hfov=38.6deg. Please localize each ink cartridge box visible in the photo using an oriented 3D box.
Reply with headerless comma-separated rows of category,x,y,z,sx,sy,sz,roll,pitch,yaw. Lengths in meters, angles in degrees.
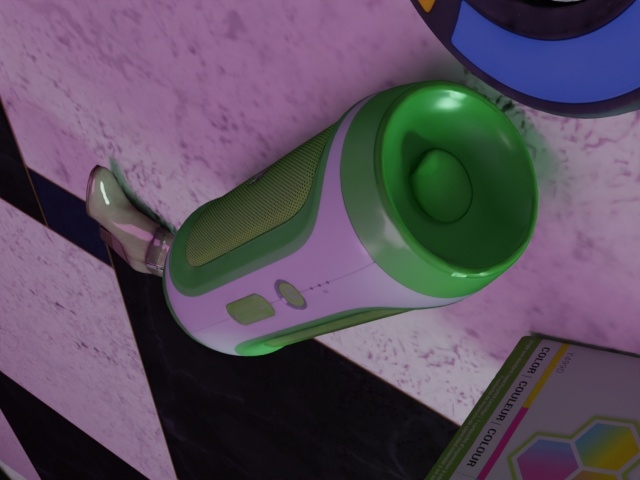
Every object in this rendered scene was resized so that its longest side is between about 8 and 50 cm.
ink cartridge box,0.199,0.169,0.522,0.255,0.189,0.097,8,133,42

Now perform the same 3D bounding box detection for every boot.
boot,-0.173,-0.014,0.864,0.087,0.042,0.118,25,147,15

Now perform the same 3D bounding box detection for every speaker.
speaker,0.000,0.000,0.592,0.131,0.131,0.296,49,149,-11

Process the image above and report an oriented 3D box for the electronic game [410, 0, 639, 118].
electronic game,0.075,-0.154,0.328,0.229,0.048,0.229,49,153,36
